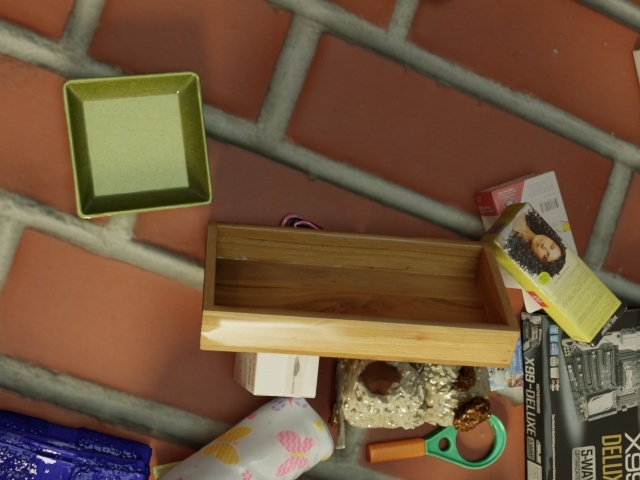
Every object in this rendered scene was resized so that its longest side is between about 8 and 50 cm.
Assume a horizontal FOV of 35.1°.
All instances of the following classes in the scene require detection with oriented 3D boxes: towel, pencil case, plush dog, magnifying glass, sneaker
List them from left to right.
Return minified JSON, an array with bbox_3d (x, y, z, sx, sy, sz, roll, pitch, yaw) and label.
[{"bbox_3d":[-0.399,0.351,1.354,0.308,0.076,0.228,18,85,-17],"label":"towel"},{"bbox_3d":[-0.110,0.325,1.401,0.273,0.113,0.124,-34,120,-26],"label":"pencil case"},{"bbox_3d":[0.000,0.000,1.481,0.119,0.057,0.047,26,81,-17],"label":"sneaker"},{"bbox_3d":[0.138,0.207,1.467,0.225,0.262,0.211,6,123,-8],"label":"plush dog"},{"bbox_3d":[0.182,0.315,1.565,0.231,0.026,0.092,-4,93,-17],"label":"magnifying glass"}]

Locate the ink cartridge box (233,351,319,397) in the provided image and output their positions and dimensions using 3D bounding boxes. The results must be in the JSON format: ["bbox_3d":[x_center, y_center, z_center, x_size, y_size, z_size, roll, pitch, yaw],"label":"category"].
[{"bbox_3d":[-0.060,0.165,1.421,0.090,0.143,0.092,5,90,-18],"label":"ink cartridge box"}]

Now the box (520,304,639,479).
[{"bbox_3d":[0.446,0.261,1.619,0.242,0.076,0.307,-1,91,-17],"label":"box"}]

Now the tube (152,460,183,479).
[{"bbox_3d":[-0.174,0.432,1.442,0.070,0.062,0.240,-6,86,-61],"label":"tube"}]

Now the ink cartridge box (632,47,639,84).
[{"bbox_3d":[0.619,-0.229,1.653,0.154,0.093,0.212,-16,98,-17],"label":"ink cartridge box"}]

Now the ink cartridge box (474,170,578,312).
[{"bbox_3d":[0.329,0.002,1.580,0.115,0.067,0.198,-18,95,-16],"label":"ink cartridge box"}]

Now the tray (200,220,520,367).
[{"bbox_3d":[0.046,0.073,1.384,0.410,0.203,0.076,4,125,-7],"label":"tray"}]

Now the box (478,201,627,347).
[{"bbox_3d":[0.349,0.053,1.519,0.232,0.058,0.087,44,78,-12],"label":"box"}]

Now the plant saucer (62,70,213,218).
[{"bbox_3d":[-0.254,-0.133,1.402,0.188,0.045,0.188,-7,94,-18],"label":"plant saucer"}]

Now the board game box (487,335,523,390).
[{"bbox_3d":[0.274,0.190,1.592,0.090,0.020,0.090,-6,93,-16],"label":"board game box"}]
